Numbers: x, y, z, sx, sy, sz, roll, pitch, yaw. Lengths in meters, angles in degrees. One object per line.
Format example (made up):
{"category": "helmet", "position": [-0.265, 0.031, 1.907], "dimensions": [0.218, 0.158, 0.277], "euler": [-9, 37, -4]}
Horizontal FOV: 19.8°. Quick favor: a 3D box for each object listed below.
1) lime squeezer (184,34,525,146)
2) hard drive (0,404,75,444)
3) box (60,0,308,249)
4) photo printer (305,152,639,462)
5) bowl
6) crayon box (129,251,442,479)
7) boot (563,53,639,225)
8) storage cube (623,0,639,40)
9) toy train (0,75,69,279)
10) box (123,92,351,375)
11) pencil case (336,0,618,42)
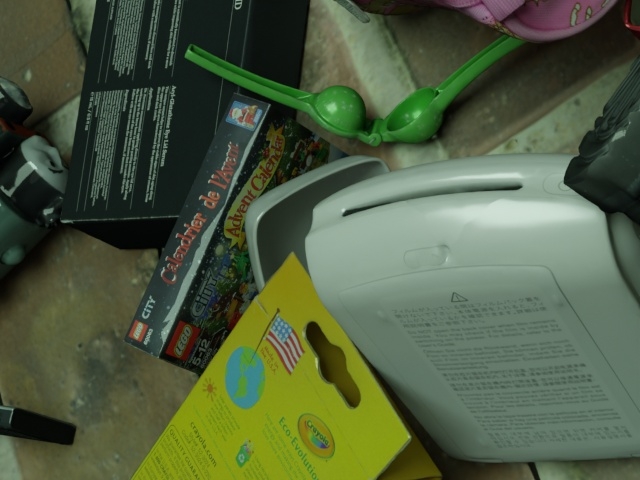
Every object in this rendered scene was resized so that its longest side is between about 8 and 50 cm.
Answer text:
{"category": "lime squeezer", "position": [0.039, -0.129, 1.601], "dimensions": [0.310, 0.110, 0.059], "euler": [-2, 51, 13]}
{"category": "hard drive", "position": [-0.313, 0.168, 1.729], "dimensions": [0.135, 0.094, 0.022], "euler": [4, 77, 31]}
{"category": "box", "position": [-0.123, -0.130, 1.712], "dimensions": [0.184, 0.103, 0.261], "euler": [-2, 72, 33]}
{"category": "photo printer", "position": [0.149, 0.050, 1.366], "dimensions": [0.256, 0.307, 0.107], "euler": [-7, 52, 29]}
{"category": "bowl", "position": [0.000, 0.000, 1.562], "dimensions": [0.142, 0.142, 0.053], "euler": [-26, 33, -21]}
{"category": "crayon box", "position": [-0.029, 0.188, 1.500], "dimensions": [0.318, 0.081, 0.202], "euler": [-55, 53, 32]}
{"category": "boot", "position": [0.439, -0.065, 1.193], "dimensions": [0.445, 0.146, 0.367], "euler": [33, 97, -4]}
{"category": "storage cube", "position": [0.359, -0.213, 1.399], "dimensions": [0.183, 0.193, 0.215], "euler": [3, 77, 31]}
{"category": "toy train", "position": [-0.387, -0.005, 1.815], "dimensions": [0.334, 0.142, 0.190], "euler": [-43, 70, 9]}
{"category": "box", "position": [-0.064, 0.007, 1.597], "dimensions": [0.044, 0.159, 0.233], "euler": [22, 86, 34]}
{"category": "pencil case", "position": [0.112, -0.248, 1.474], "dimensions": [0.386, 0.160, 0.167], "euler": [-155, 76, -69]}
